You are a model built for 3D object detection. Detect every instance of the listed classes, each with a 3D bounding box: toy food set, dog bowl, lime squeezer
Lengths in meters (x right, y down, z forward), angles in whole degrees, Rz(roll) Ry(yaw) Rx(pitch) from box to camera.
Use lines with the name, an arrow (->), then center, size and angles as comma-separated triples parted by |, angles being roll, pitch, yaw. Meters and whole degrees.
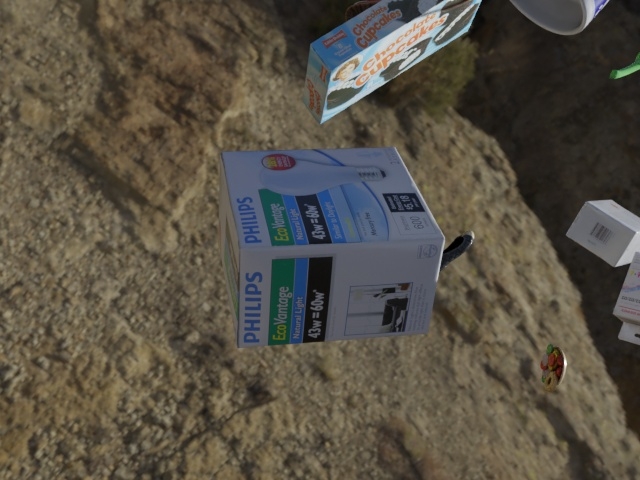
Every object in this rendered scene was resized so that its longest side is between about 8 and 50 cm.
toy food set -> 0.444, 0.243, 1.641 | 0.020, 0.083, 0.082 | 10, 25, -9
dog bowl -> 0.497, -0.574, 1.838 | 0.265, 0.104, 0.265 | 44, -5, 5
lime squeezer -> 0.707, -0.341, 1.816 | 0.310, 0.059, 0.110 | 19, 77, -47

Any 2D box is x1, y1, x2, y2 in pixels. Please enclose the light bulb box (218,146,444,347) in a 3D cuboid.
light bulb box -> 0.000, 0.000, 1.623 | 0.361, 0.225, 0.358 | -3, 34, -11

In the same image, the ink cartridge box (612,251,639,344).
ink cartridge box -> 0.679, 0.124, 1.771 | 0.104, 0.181, 0.061 | 14, -11, 45

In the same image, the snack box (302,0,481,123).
snack box -> 0.119, -0.325, 1.369 | 0.322, 0.187, 0.060 | -34, 78, -13

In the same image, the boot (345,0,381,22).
boot -> 0.131, -0.455, 1.693 | 0.158, 0.059, 0.084 | 1, 22, 7

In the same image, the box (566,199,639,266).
box -> 0.646, -0.018, 1.896 | 0.130, 0.091, 0.170 | 38, 24, 29

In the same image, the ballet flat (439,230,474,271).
ballet flat -> 0.318, 0.022, 2.104 | 0.173, 0.057, 0.049 | -37, 100, -28
